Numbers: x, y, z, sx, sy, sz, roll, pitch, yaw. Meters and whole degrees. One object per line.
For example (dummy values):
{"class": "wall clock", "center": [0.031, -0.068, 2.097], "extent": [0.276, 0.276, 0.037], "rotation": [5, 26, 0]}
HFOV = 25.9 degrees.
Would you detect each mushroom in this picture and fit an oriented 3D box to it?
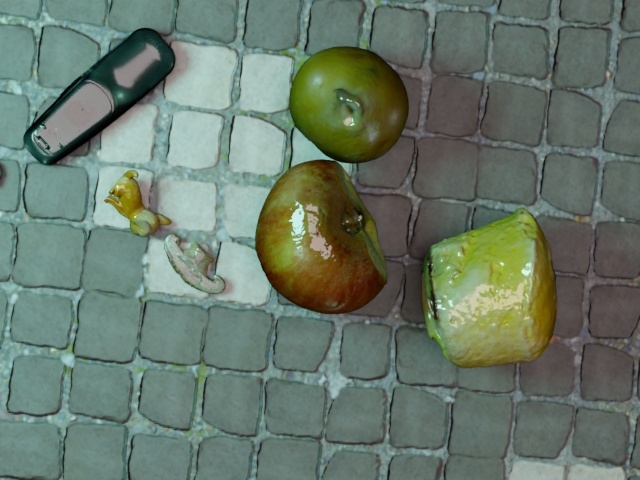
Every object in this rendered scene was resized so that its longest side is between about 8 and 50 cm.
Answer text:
{"class": "mushroom", "center": [-0.162, 0.031, 1.782], "extent": [0.101, 0.019, 0.049], "rotation": [43, 85, -7]}

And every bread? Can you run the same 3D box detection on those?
{"class": "bread", "center": [0.215, 0.063, 1.756], "extent": [0.171, 0.197, 0.197], "rotation": [-11, 92, -1]}

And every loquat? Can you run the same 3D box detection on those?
{"class": "loquat", "center": [0.036, -0.168, 1.720], "extent": [0.152, 0.195, 0.152], "rotation": [0, 104, 1]}

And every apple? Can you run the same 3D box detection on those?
{"class": "apple", "center": [0.000, 0.000, 1.726], "extent": [0.160, 0.173, 0.195], "rotation": [-26, 92, -9]}

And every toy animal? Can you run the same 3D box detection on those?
{"class": "toy animal", "center": [-0.226, -0.043, 1.752], "extent": [0.083, 0.060, 0.081], "rotation": [41, 120, -2]}

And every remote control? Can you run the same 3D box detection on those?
{"class": "remote control", "center": [-0.279, -0.180, 1.750], "extent": [0.222, 0.042, 0.072], "rotation": [-41, 98, -5]}

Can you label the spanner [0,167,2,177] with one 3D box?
{"class": "spanner", "center": [-0.451, -0.186, 1.741], "extent": [0.054, 0.015, 0.254], "rotation": [-15, 93, -7]}
